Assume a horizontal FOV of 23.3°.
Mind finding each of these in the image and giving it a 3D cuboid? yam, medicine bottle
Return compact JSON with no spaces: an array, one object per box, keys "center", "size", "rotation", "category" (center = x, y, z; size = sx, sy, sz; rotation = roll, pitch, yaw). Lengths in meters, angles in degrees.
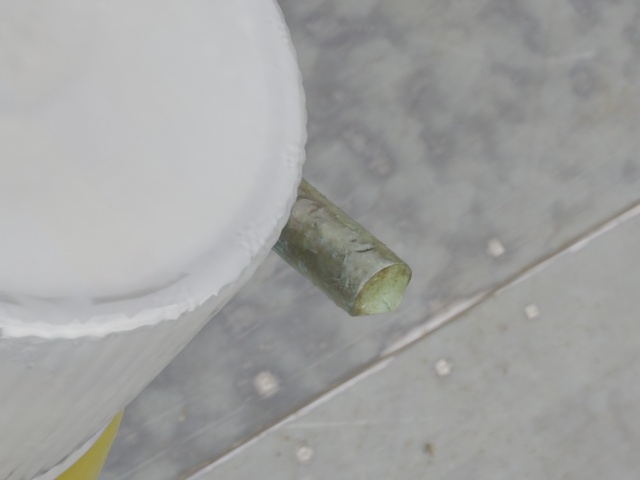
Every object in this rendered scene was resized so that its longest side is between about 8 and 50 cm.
[{"center":[0.000,0.000,1.303],"size":[0.068,0.068,0.169],"rotation":[-26,52,-30],"category":"yam"},{"center":[-0.179,0.031,0.521],"size":[0.224,0.384,0.224],"rotation":[18,53,-25],"category":"medicine bottle"}]
